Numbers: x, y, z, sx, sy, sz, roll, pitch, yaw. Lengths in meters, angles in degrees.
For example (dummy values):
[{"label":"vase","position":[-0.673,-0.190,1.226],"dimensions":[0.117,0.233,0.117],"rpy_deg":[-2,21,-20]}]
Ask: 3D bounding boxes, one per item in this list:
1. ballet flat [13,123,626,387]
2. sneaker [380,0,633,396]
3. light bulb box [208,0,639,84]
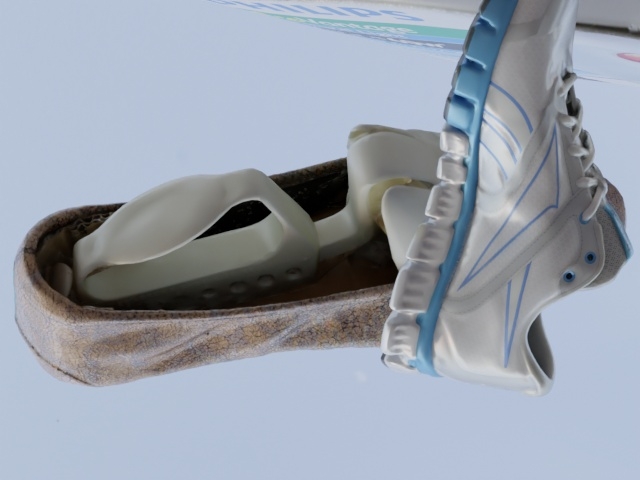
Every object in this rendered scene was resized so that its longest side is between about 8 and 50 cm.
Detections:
[{"label":"ballet flat","position":[0.000,0.000,0.689],"dimensions":[0.316,0.106,0.107],"rpy_deg":[-15,-128,-3]},{"label":"sneaker","position":[0.086,-0.025,0.541],"dimensions":[0.083,0.071,0.190],"rpy_deg":[19,-65,16]},{"label":"light bulb box","position":[0.160,-0.225,0.894],"dimensions":[0.358,0.361,0.225],"rpy_deg":[13,-84,35]}]
